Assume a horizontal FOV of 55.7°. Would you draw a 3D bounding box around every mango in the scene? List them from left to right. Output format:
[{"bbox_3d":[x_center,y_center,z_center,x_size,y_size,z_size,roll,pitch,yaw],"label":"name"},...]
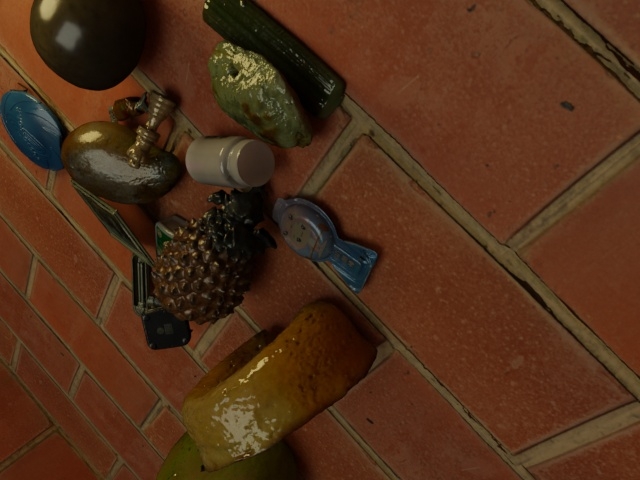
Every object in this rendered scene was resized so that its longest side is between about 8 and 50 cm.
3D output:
[{"bbox_3d":[-0.463,-0.180,1.423,0.316,0.146,0.193,11,125,15],"label":"mango"}]

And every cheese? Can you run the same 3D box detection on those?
[{"bbox_3d":[0.000,0.000,1.208,0.244,0.052,0.135,36,134,17],"label":"cheese"}]

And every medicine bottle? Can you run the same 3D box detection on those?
[{"bbox_3d":[-0.359,0.035,1.514,0.119,0.069,0.183,32,134,25],"label":"medicine bottle"},{"bbox_3d":[-0.180,-0.156,1.202,0.186,0.102,0.103,11,123,47],"label":"medicine bottle"}]

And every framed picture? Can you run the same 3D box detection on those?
[{"bbox_3d":[-0.531,-0.041,1.553,0.274,0.017,0.217,26,152,43],"label":"framed picture"}]

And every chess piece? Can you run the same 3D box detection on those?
[{"bbox_3d":[-0.370,-0.234,1.308,0.060,0.060,0.172,32,100,20],"label":"chess piece"}]

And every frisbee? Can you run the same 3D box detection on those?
[{"bbox_3d":[-0.791,-0.291,1.657,0.242,0.045,0.242,19,135,20],"label":"frisbee"}]

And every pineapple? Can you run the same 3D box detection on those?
[{"bbox_3d":[-0.208,0.014,1.296,0.223,0.223,0.357,46,125,7],"label":"pineapple"}]

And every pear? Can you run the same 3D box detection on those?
[{"bbox_3d":[-0.255,0.659,1.608,0.391,0.391,0.391,20,127,29],"label":"pear"}]

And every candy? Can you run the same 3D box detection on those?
[{"bbox_3d":[-0.434,-0.303,1.383,0.182,0.046,0.053,0,119,45],"label":"candy"}]

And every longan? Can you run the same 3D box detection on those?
[{"bbox_3d":[-0.461,-0.427,1.216,0.245,0.215,0.246,2,99,14],"label":"longan"}]

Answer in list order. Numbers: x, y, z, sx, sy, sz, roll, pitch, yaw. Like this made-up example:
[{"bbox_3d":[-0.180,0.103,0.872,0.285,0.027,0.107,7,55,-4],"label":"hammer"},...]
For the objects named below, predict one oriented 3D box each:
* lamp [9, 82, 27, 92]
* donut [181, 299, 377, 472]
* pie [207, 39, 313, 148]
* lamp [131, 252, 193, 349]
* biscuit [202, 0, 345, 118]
[{"bbox_3d":[-0.819,-0.368,1.669,0.054,0.041,0.121,24,132,16],"label":"lamp"},{"bbox_3d":[-0.118,0.298,1.274,0.435,0.377,0.163,-31,95,41],"label":"donut"},{"bbox_3d":[-0.111,-0.246,1.087,0.248,0.090,0.201,33,159,36],"label":"pie"},{"bbox_3d":[-0.430,0.148,1.607,0.283,0.124,0.203,-147,46,-60],"label":"lamp"},{"bbox_3d":[-0.090,-0.339,1.083,0.322,0.038,0.099,43,132,10],"label":"biscuit"}]
